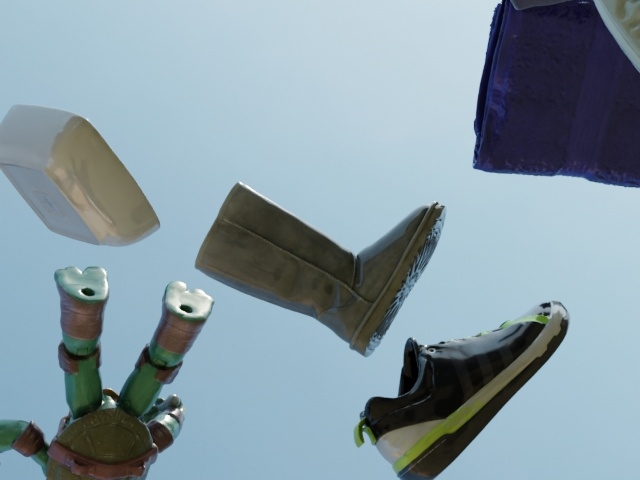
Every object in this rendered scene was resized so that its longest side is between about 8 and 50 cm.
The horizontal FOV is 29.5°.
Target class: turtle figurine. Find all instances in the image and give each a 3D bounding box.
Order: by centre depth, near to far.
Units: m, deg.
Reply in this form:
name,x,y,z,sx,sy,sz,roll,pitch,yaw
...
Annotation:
name,x,y,z,sx,sy,sz,roll,pitch,yaw
turtle figurine,-0.166,0.138,0.906,0.175,0.118,0.234,3,-62,-37

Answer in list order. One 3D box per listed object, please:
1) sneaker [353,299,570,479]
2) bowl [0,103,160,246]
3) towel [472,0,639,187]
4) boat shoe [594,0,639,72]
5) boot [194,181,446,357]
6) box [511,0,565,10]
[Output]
name,x,y,z,sx,sy,sz,roll,pitch,yaw
sneaker,0.120,0.105,1.026,0.097,0.084,0.235,44,-124,10
bowl,-0.222,-0.049,1.072,0.053,0.142,0.142,-50,-51,-23
towel,0.345,-0.181,1.484,0.308,0.076,0.227,6,-66,-7
boat shoe,0.333,-0.092,0.680,0.500,0.187,0.156,46,-164,33
boot,0.000,-0.001,1.242,0.208,0.076,0.189,32,-96,18
box,0.265,-0.351,1.174,0.167,0.203,0.168,46,-133,-47
